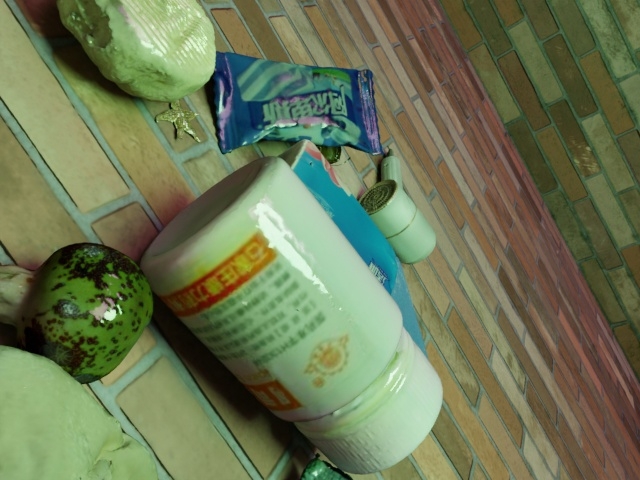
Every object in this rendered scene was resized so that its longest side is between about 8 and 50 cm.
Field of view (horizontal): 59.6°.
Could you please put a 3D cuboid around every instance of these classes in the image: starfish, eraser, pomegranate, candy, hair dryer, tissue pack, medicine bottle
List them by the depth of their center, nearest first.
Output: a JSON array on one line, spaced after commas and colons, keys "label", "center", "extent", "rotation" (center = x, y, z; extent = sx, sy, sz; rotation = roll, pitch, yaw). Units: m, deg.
[{"label": "pomegranate", "center": [-0.245, 0.066, 0.536], "extent": [0.125, 0.163, 0.138], "rotation": [87, 12, -66]}, {"label": "medicine bottle", "center": [-0.022, 0.102, 0.718], "extent": [0.388, 0.219, 0.219], "rotation": [51, 34, -21]}, {"label": "starfish", "center": [-0.212, -0.186, 0.835], "extent": [0.092, 0.016, 0.086], "rotation": [-19, 82, -56]}, {"label": "tissue pack", "center": [0.000, 0.000, 0.896], "extent": [0.269, 0.137, 0.209], "rotation": [52, 35, -20]}, {"label": "candy", "center": [-0.030, -0.234, 0.984], "extent": [0.331, 0.077, 0.186], "rotation": [-1, 78, -33]}, {"label": "eraser", "center": [0.143, 0.167, 1.078], "extent": [0.144, 0.043, 0.311], "rotation": [12, 59, -52]}, {"label": "hair dryer", "center": [0.174, -0.116, 1.286], "extent": [0.173, 0.108, 0.357], "rotation": [48, 29, -29]}]

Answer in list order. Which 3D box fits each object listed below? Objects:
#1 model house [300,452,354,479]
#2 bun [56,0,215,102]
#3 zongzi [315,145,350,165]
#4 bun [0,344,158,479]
[{"label": "model house", "center": [-0.014, 0.369, 0.668], "extent": [0.149, 0.119, 0.148], "rotation": [-21, 107, -36]}, {"label": "bun", "center": [-0.248, -0.281, 0.736], "extent": [0.220, 0.134, 0.220], "rotation": [40, 33, -32]}, {"label": "zongzi", "center": [0.009, -0.243, 1.124], "extent": [0.187, 0.084, 0.184], "rotation": [61, 38, -8]}, {"label": "bun", "center": [-0.237, 0.185, 0.337], "extent": [0.205, 0.281, 0.282], "rotation": [35, 26, 19]}]
